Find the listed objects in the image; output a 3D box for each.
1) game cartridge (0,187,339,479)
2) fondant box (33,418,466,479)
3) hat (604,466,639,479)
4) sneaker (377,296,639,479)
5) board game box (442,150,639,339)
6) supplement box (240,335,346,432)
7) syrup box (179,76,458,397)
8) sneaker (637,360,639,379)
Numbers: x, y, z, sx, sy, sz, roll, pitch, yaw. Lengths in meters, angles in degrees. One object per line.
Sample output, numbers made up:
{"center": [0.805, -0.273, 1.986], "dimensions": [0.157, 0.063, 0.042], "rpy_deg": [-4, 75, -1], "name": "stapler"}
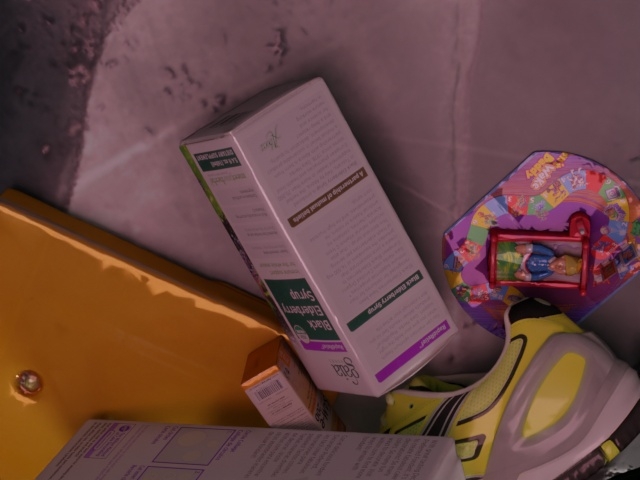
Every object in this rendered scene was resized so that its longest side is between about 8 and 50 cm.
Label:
{"center": [-0.172, 0.144, 1.310], "dimensions": [0.324, 0.052, 0.285], "rpy_deg": [25, 111, -5], "name": "game cartridge"}
{"center": [-0.082, 0.239, 1.131], "dimensions": [0.330, 0.238, 0.096], "rpy_deg": [-2, 117, 26], "name": "fondant box"}
{"center": [0.253, 0.293, 1.224], "dimensions": [0.208, 0.173, 0.183], "rpy_deg": [-26, 88, -22], "name": "hat"}
{"center": [0.090, 0.195, 1.264], "dimensions": [0.385, 0.145, 0.147], "rpy_deg": [-40, 80, 16], "name": "sneaker"}
{"center": [0.179, 0.013, 1.224], "dimensions": [0.133, 0.033, 0.169], "rpy_deg": [44, 108, -9], "name": "board game box"}
{"center": [-0.020, 0.133, 1.233], "dimensions": [0.036, 0.062, 0.098], "rpy_deg": [-31, 105, 13], "name": "supplement box"}
{"center": [0.000, 0.000, 1.192], "dimensions": [0.096, 0.093, 0.237], "rpy_deg": [-35, 105, -25], "name": "syrup box"}
{"center": [0.344, 0.100, 1.216], "dimensions": [0.192, 0.064, 0.086], "rpy_deg": [-13, 112, 15], "name": "sneaker"}
